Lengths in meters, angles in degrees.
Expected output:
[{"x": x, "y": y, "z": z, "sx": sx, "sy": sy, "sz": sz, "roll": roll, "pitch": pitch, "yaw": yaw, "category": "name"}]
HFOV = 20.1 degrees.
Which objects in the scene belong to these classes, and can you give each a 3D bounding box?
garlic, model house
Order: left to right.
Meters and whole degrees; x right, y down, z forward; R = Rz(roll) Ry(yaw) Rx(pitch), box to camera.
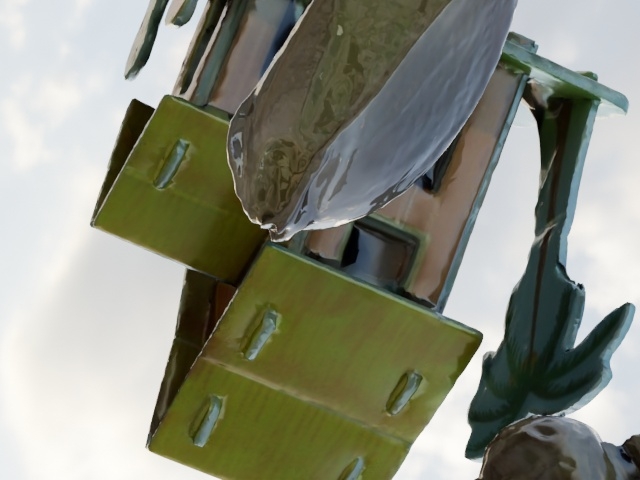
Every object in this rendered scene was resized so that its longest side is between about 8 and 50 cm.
[{"x": 0.000, "y": 0.000, "z": 1.072, "sx": 0.324, "sy": 0.300, "sz": 0.340, "roll": -69, "pitch": -164, "yaw": -4, "category": "model house"}, {"x": 0.023, "y": -0.076, "z": 0.787, "sx": 0.195, "sy": 0.087, "sz": 0.101, "roll": -54, "pitch": 165, "yaw": -15, "category": "garlic"}]

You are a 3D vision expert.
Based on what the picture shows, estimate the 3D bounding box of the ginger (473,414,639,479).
[{"x": 0.163, "y": 0.117, "z": 0.745, "sx": 0.080, "sy": 0.204, "sz": 0.104, "roll": -86, "pitch": 180, "yaw": -83, "category": "ginger"}]
